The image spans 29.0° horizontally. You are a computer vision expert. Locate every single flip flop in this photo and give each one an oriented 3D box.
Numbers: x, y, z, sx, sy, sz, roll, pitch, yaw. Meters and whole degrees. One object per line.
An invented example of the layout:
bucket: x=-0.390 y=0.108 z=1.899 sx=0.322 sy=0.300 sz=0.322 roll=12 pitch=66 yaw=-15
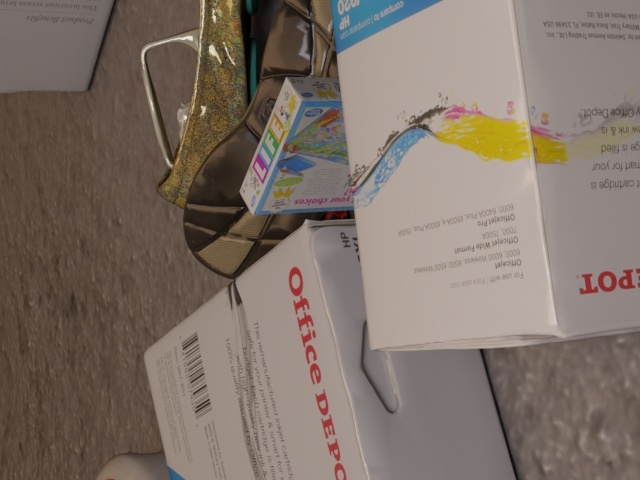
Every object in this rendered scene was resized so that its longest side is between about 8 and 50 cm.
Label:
flip flop: x=-0.024 y=-0.090 z=1.026 sx=0.112 sy=0.080 sz=0.277 roll=26 pitch=106 yaw=11

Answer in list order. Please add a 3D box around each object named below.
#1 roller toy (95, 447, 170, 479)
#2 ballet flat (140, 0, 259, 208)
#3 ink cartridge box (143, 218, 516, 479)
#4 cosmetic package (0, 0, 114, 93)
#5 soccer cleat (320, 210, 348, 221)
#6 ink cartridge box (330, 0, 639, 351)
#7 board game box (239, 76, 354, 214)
roller toy: x=-0.136 y=0.293 z=1.179 sx=0.191 sy=0.146 sz=0.209 roll=37 pitch=124 yaw=51
ballet flat: x=-0.100 y=-0.192 z=1.083 sx=0.123 sy=0.123 sz=0.348 roll=20 pitch=111 yaw=55
ink cartridge box: x=-0.006 y=0.139 z=0.975 sx=0.307 sy=0.129 sz=0.223 roll=-37 pitch=62 yaw=53
cosmetic package: x=-0.324 y=-0.381 z=1.330 sx=0.161 sy=0.230 sz=0.453 roll=60 pitch=139 yaw=35
soccer cleat: x=0.000 y=0.000 z=1.048 sx=0.035 sy=0.029 sz=0.083 roll=58 pitch=136 yaw=50
ink cartridge box: x=0.127 y=-0.059 z=0.707 sx=0.168 sy=0.171 sz=0.232 roll=-14 pitch=81 yaw=57
board game box: x=0.029 y=-0.067 z=0.874 sx=0.026 sy=0.154 sz=0.103 roll=59 pitch=138 yaw=36
